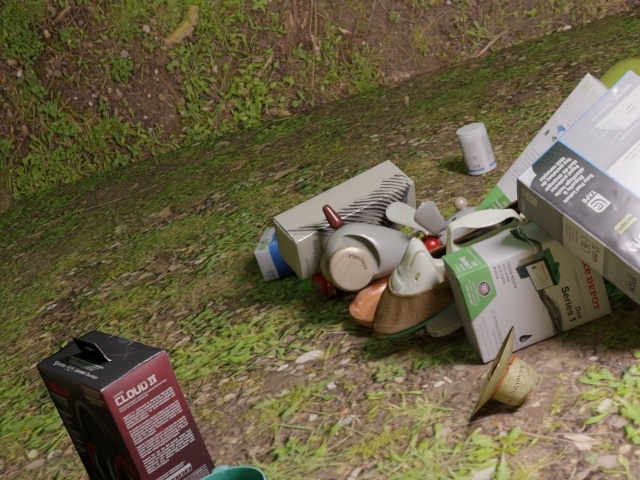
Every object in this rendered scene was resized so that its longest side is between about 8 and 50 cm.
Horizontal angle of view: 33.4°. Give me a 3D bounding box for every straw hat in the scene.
[{"bbox_3d":[0.265,0.196,1.484,0.061,0.145,0.144,25,32,9],"label":"straw hat"}]

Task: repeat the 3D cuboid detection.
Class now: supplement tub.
[{"bbox_3d":[0.360,-0.211,2.462,0.071,0.107,0.071,-18,18,6],"label":"supplement tub"}]

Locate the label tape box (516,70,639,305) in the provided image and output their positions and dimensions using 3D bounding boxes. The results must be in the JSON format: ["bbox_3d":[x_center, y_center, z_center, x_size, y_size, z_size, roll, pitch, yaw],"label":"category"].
[{"bbox_3d":[0.489,-0.047,1.508,0.249,0.115,0.347,-42,60,-11],"label":"label tape box"}]

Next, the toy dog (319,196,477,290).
[{"bbox_3d":[0.131,-0.023,1.976,0.333,0.161,0.220,-21,5,-31],"label":"toy dog"}]

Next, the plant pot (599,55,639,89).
[{"bbox_3d":[0.646,-0.174,1.810,0.274,0.275,0.293,-29,21,-23],"label":"plant pot"}]

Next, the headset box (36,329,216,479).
[{"bbox_3d":[-0.269,0.262,1.498,0.110,0.293,0.218,-32,22,-32],"label":"headset box"}]

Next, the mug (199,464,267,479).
[{"bbox_3d":[-0.107,0.359,1.365,0.129,0.097,0.158,-10,21,30],"label":"mug"}]

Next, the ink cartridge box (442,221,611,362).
[{"bbox_3d":[0.319,0.068,1.640,0.219,0.160,0.092,-21,21,-2],"label":"ink cartridge box"}]

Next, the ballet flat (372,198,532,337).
[{"bbox_3d":[0.215,0.029,1.708,0.342,0.124,0.116,-28,37,7],"label":"ballet flat"}]

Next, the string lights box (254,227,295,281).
[{"bbox_3d":[0.000,0.000,2.291,0.259,0.077,0.133,-16,20,13],"label":"string lights box"}]

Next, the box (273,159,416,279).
[{"bbox_3d":[0.050,-0.042,2.079,0.275,0.113,0.094,-29,48,-18],"label":"box"}]

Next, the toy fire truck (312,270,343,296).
[{"bbox_3d":[0.010,0.023,2.132,0.135,0.047,0.192,11,48,21],"label":"toy fire truck"}]

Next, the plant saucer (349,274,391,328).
[{"bbox_3d":[0.150,0.107,1.902,0.199,0.037,0.200,-19,18,6],"label":"plant saucer"}]

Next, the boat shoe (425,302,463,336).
[{"bbox_3d":[0.244,0.093,1.798,0.184,0.063,0.066,-29,21,-21],"label":"boat shoe"}]

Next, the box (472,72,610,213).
[{"bbox_3d":[0.417,-0.096,1.790,0.322,0.058,0.232,-51,36,17],"label":"box"}]
